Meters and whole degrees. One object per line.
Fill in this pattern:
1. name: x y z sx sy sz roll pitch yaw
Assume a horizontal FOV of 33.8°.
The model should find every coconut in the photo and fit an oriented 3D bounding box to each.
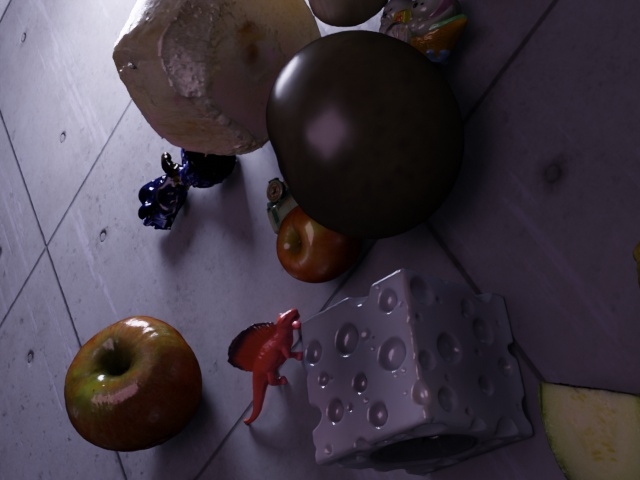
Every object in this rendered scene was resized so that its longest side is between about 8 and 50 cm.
1. coconut: -0.228 -0.377 2.145 0.405 0.405 0.404 -18 65 46

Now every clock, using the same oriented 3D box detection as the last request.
1. clock: 0.175 -0.378 1.888 0.231 0.103 0.144 0 87 51

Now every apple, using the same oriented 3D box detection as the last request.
1. apple: 0.000 0.000 1.958 0.163 0.139 0.163 3 94 47
2. apple: -0.387 0.315 2.249 0.309 0.250 0.277 -9 55 26

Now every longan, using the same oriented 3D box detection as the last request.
1. longan: 0.073 -0.175 1.795 0.361 0.361 0.361 -18 65 46

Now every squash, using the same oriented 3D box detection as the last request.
1. squash: 0.407 0.272 1.456 0.192 0.085 0.184 2 109 52

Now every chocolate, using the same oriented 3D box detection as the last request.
1. chocolate: -0.325 -0.132 2.408 0.148 0.126 0.343 55 138 -2

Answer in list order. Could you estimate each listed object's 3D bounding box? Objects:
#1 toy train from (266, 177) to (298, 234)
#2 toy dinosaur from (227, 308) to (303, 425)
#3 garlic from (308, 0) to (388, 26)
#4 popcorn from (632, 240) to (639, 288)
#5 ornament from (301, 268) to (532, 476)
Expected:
1. toy train: -0.026 -0.092 2.063 0.194 0.081 0.125 -37 63 34
2. toy dinosaur: -0.128 0.242 2.027 0.286 0.139 0.070 -60 41 19
3. garlic: 0.064 -0.555 1.931 0.286 0.313 0.249 -34 69 -8
4. popcorn: 0.504 0.010 1.299 0.259 0.212 0.259 -155 90 -90
5. ornament: 0.144 0.214 1.636 0.239 0.240 0.239 -30 56 40
